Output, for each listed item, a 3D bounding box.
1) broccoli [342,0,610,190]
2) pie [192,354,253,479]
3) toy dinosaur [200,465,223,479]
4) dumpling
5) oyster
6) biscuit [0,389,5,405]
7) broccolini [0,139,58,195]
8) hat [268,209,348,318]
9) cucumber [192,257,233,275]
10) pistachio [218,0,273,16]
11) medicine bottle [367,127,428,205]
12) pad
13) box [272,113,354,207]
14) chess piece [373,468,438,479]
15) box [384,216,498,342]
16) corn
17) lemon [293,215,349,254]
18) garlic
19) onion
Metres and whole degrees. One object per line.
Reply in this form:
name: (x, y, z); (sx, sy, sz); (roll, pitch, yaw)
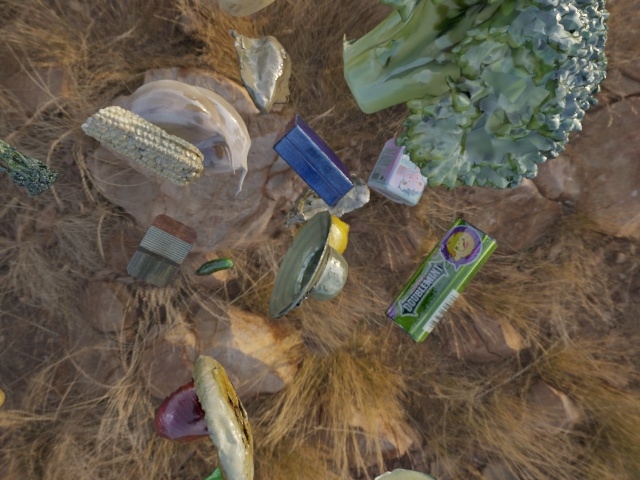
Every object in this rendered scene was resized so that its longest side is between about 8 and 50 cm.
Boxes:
broccoli: (0.173, -0.235, 0.479); (0.338, 0.277, 0.318); (36, 131, -2)
pie: (-0.208, 0.416, 0.978); (0.077, 0.339, 0.340); (-18, 94, -11)
toy dinosaur: (-0.006, 0.624, 1.057); (0.499, 0.144, 0.374); (-21, 54, -31)
dumpling: (-0.100, -0.344, 0.841); (0.085, 0.332, 0.166); (-22, 110, 8)
oyster: (0.012, -0.187, 1.815); (0.395, 0.111, 0.204); (-19, 134, -2)
biscuit: (-0.529, 0.199, 0.564); (0.225, 0.036, 0.166); (37, 86, 3)
broccolini: (-0.724, -0.233, 0.866); (0.073, 0.079, 0.392); (-30, 127, 30)
hat: (-0.003, 0.068, 0.902); (0.109, 0.252, 0.252); (28, 92, -16)
cucumber: (-0.292, 0.070, 1.169); (0.155, 0.037, 0.037); (-17, 95, 33)
pistachio: (-0.150, -0.585, 0.950); (0.145, 0.117, 0.200); (27, 124, -21)
medicine bottle: (0.211, -0.193, 1.061); (0.119, 0.094, 0.188); (24, 91, -30)
pad: (-0.503, 0.080, 1.584); (0.323, 0.055, 0.250); (30, 89, -12)
box: (-0.021, -0.271, 1.417); (0.116, 0.279, 0.261); (-43, 107, 13)
chess piece: (0.149, 0.525, 0.702); (0.133, 0.133, 0.244); (-6, 94, -2)
box: (0.328, 0.110, 1.196); (0.134, 0.097, 0.346); (41, 96, 32)
corn: (-0.312, -0.176, 0.786); (0.210, 0.087, 0.087); (31, 92, -33)
lemon: (0.000, 0.000, 1.643); (0.256, 0.188, 0.188); (-33, 94, -13)
garlic: (-0.325, -0.276, 1.105); (0.339, 0.231, 0.246); (27, 91, -11)
onion: (-0.347, 0.476, 1.206); (0.247, 0.248, 0.162); (-19, 54, -1)
